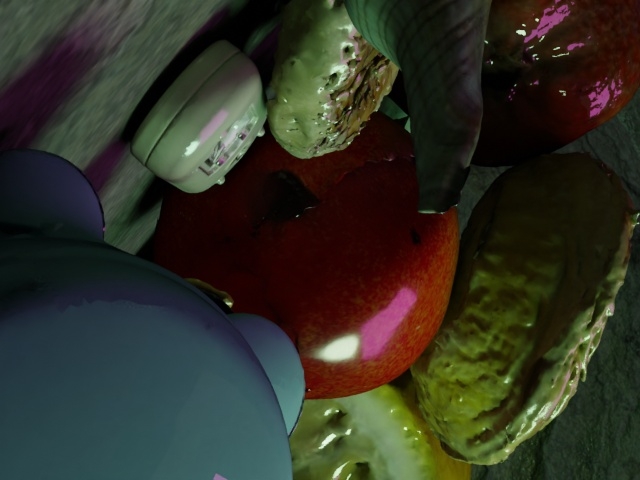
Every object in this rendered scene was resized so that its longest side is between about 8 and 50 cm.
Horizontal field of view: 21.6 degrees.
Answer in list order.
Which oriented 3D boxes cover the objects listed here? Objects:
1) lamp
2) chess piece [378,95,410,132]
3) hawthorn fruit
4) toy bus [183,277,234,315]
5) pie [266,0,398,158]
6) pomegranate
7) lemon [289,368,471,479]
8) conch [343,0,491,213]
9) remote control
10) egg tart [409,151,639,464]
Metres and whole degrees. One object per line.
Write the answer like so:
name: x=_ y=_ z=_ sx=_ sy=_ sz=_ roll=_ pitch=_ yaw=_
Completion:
lamp: x=-0.123 y=0.124 z=0.625 sx=0.147 sy=0.209 sz=0.284 roll=-12 pitch=-131 yaw=46
chess piece: x=0.069 y=-0.093 z=1.790 sx=0.299 sy=0.195 sz=0.194 roll=-59 pitch=177 yaw=8
hawthorn fruit: x=0.148 y=-0.180 z=1.249 sx=0.210 sy=0.210 sz=0.262 roll=-51 pitch=-178 yaw=36
toy bus: x=-0.171 y=0.126 z=0.791 sx=0.335 sy=0.123 sz=0.121 roll=-49 pitch=177 yaw=-44
pie: x=0.045 y=-0.167 z=0.936 sx=0.274 sy=0.055 sz=0.274 roll=-59 pitch=174 yaw=-10
pomegranate: x=0.000 y=0.000 z=1.117 sx=0.235 sy=0.210 sz=0.210 roll=-34 pitch=169 yaw=-37
lemon: x=-0.042 y=0.160 z=1.412 sx=0.364 sy=0.364 sz=0.364 roll=-50 pitch=179 yaw=-2
conch: x=0.047 y=-0.141 z=0.760 sx=0.137 sy=0.114 sz=0.233 roll=-42 pitch=150 yaw=-81
remote control: x=-0.062 y=-0.063 z=0.928 sx=0.078 sy=0.042 sz=0.221 roll=-51 pitch=178 yaw=-1
egg tart: x=0.125 y=0.038 z=1.184 sx=0.252 sy=0.098 sz=0.232 roll=-54 pitch=-161 yaw=37
